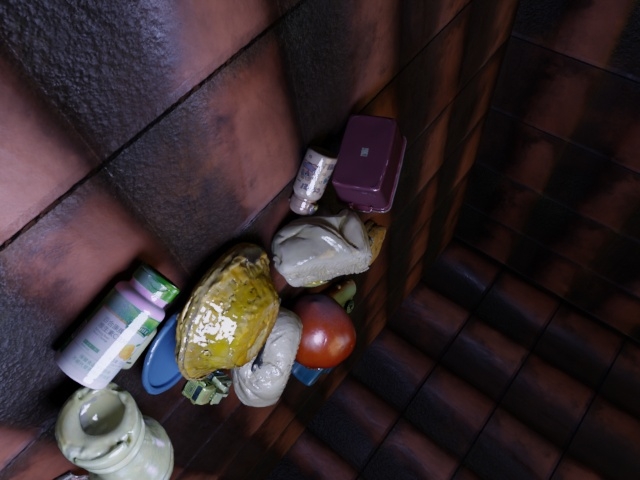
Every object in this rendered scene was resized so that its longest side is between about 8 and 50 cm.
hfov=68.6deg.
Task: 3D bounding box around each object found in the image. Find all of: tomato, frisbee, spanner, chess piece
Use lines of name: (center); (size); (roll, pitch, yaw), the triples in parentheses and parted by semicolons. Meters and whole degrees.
tomato: (-0.010, 0.366, 1.933); (0.321, 0.321, 0.321); (-44, 154, -28)
frisbee: (-0.417, 0.297, 1.345); (0.289, 0.049, 0.289); (-57, 162, -30)
spanner: (-0.175, 0.302, 1.514); (0.015, 0.054, 0.254); (34, 56, -32)
chess piece: (-0.507, 0.519, 1.187); (0.234, 0.234, 0.442); (-41, 159, -31)

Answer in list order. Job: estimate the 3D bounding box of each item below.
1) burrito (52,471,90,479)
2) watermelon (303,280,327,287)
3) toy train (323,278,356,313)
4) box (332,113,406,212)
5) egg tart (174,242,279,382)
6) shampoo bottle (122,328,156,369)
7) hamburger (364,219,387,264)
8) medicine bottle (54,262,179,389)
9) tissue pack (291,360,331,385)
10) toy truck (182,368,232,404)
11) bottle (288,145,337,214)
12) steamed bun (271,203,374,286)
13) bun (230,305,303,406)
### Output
burrito: (-0.731, 0.806, 1.312); (0.190, 0.135, 0.332); (-36, 154, -54)
watermelon: (0.019, 0.069, 1.875); (0.129, 0.123, 0.301); (35, 86, -46)
toy train: (0.074, 0.290, 2.259); (0.285, 0.116, 0.177); (-24, 129, -50)
box: (0.152, -0.249, 1.484); (0.167, 0.193, 0.294); (47, 56, -71)
egg tart: (-0.248, 0.230, 1.384); (0.443, 0.178, 0.443); (-57, 163, -29)
shampoo bottle: (-0.457, 0.232, 1.158); (0.162, 0.079, 0.079); (-54, 157, -5)
hamburger: (0.217, 0.017, 2.167); (0.214, 0.108, 0.214); (-45, 156, -27)
medicine bottle: (-0.445, 0.184, 1.052); (0.274, 0.133, 0.133); (-52, 157, -12)
tissue pack: (-0.029, 0.555, 2.288); (0.287, 0.206, 0.198); (-14, 142, -56)
toy truck: (-0.380, 0.516, 1.636); (0.085, 0.116, 0.191); (-60, 158, 4)
bottle: (-0.024, -0.174, 1.438); (0.097, 0.110, 0.209); (-11, 130, -53)
steamed bun: (0.000, 0.000, 1.568); (0.346, 0.237, 0.394); (-26, 160, 36)
bun: (-0.204, 0.402, 1.661); (0.360, 0.211, 0.360); (-159, -90, -83)
